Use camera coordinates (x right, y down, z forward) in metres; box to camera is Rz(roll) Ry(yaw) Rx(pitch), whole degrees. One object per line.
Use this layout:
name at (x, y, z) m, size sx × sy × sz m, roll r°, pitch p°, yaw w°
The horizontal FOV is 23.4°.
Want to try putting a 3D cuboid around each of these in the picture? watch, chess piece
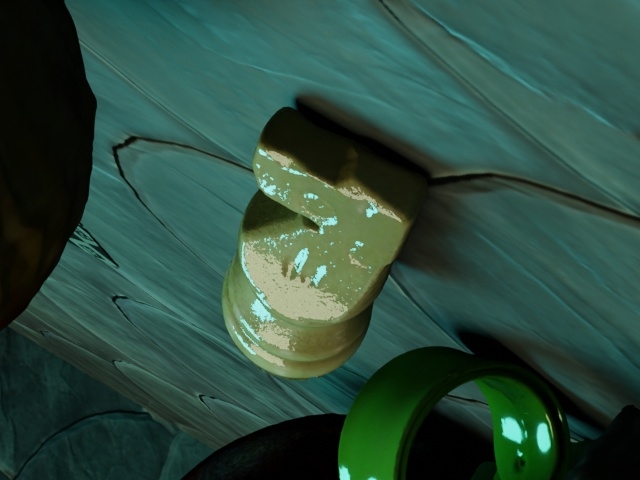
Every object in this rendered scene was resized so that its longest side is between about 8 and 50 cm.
watch at (0.096, 0.133, 0.962) m, size 0.131 × 0.165 × 0.152 m, roll 9°, pitch 130°, yaw 62°
chess piece at (0.000, 0.000, 0.795) m, size 0.090 × 0.090 × 0.200 m, roll 31°, pitch 156°, yaw 4°

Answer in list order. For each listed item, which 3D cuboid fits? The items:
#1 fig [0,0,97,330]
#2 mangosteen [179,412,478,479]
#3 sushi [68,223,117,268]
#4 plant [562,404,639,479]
fig at (-0.193, -0.102, 0.587) m, size 0.286 × 0.286 × 0.369 m, roll 34°, pitch 135°, yaw -10°
mangosteen at (0.033, 0.342, 1.356) m, size 0.381 × 0.381 × 0.421 m, roll 27°, pitch 178°, yaw 23°
sushi at (-0.317, -0.039, 1.433) m, size 0.219 × 0.047 × 0.231 m, roll 28°, pitch 167°, yaw 20°
plant at (0.185, 0.189, 0.780) m, size 0.178 × 0.234 × 0.204 m, roll 54°, pitch -173°, yaw -6°
